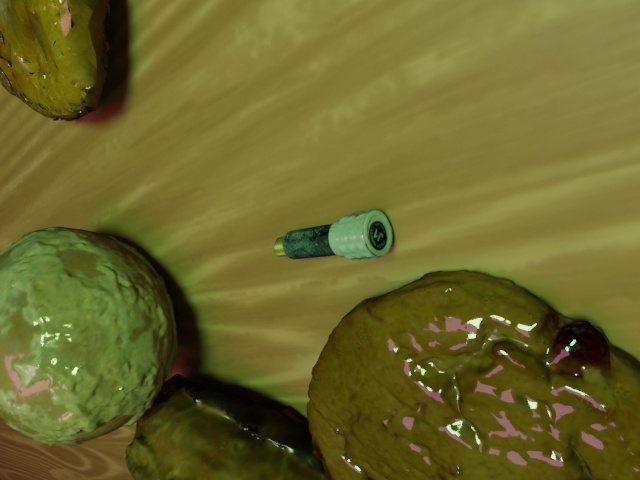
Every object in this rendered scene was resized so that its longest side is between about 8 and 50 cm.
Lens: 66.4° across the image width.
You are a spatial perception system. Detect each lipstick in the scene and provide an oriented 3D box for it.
[{"bbox_3d":[0.000,0.000,0.389,0.116,0.037,0.037,-7,110,43],"label":"lipstick"}]

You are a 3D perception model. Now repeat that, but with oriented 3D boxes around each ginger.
[{"bbox_3d":[-0.090,0.244,0.510,0.322,0.172,0.165,27,88,25],"label":"ginger"}]

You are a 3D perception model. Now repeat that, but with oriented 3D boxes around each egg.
[{"bbox_3d":[-0.261,0.093,0.521,0.245,0.204,0.203,55,138,29],"label":"egg"}]

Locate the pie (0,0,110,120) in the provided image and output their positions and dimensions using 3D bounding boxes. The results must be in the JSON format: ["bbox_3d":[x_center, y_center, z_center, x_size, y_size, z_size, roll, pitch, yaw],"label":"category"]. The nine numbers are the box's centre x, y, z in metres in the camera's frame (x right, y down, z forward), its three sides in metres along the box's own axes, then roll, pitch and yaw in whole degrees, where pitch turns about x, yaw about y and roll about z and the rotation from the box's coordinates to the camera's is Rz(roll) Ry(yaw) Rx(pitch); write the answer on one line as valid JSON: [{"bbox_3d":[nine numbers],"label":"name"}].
[{"bbox_3d":[-0.277,-0.235,0.435,0.274,0.069,0.273,18,123,30],"label":"pie"}]

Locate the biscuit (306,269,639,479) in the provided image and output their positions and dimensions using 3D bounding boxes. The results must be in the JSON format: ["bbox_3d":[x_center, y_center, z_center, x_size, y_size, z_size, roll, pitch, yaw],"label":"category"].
[{"bbox_3d":[0.108,0.163,0.372,0.296,0.075,0.295,17,124,28],"label":"biscuit"}]
